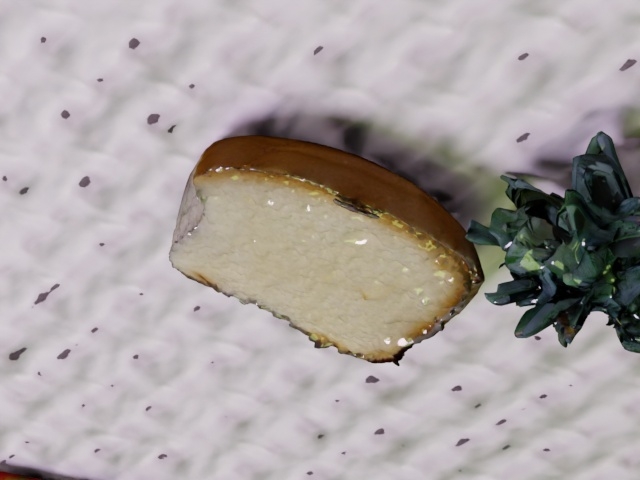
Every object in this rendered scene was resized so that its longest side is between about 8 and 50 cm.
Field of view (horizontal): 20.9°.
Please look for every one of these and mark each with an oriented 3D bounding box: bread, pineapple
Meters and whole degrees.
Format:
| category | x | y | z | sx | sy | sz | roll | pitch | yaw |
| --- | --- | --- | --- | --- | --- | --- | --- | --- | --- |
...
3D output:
| category | x | y | z | sx | sy | sz | roll | pitch | yaw |
| --- | --- | --- | --- | --- | --- | --- | --- | --- | --- |
| bread | 0.000 | 0.000 | 0.749 | 0.129 | 0.044 | 0.126 | 22 | 147 | -11 |
| pineapple | 0.163 | 0.042 | 0.700 | 0.221 | 0.103 | 0.083 | 33 | 103 | -16 |

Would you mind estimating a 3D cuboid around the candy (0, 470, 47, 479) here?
| category | x | y | z | sx | sy | sz | roll | pitch | yaw |
| --- | --- | --- | --- | --- | --- | --- | --- | --- | --- |
| candy | -0.148 | 0.174 | 0.979 | 0.292 | 0.059 | 0.086 | 7 | 142 | 13 |
